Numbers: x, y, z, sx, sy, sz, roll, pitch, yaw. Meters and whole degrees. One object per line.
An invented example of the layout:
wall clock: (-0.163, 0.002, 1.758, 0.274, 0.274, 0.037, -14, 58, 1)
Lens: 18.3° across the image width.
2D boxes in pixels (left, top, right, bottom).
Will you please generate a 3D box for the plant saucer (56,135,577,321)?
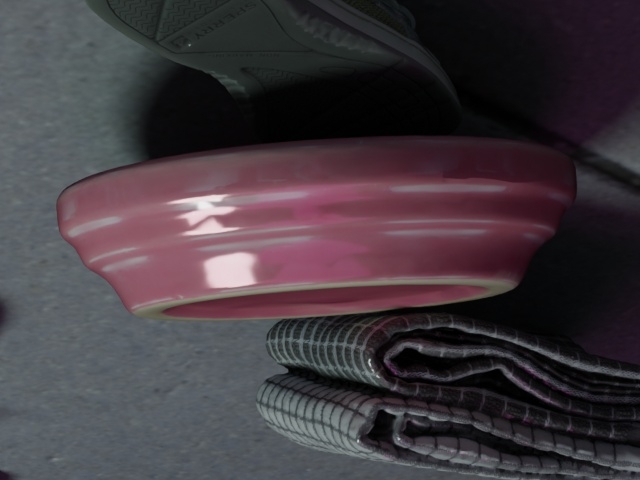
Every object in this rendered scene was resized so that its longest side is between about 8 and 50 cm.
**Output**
plant saucer: (0.000, 0.000, 1.268, 0.332, 0.084, 0.332, -5, 174, -1)

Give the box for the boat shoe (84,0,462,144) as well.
boat shoe: (-0.023, -0.135, 1.155, 0.118, 0.103, 0.320, -25, 147, 30)

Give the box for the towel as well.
towel: (0.119, 0.116, 1.485, 0.284, 0.121, 0.235, 11, 175, -21)
